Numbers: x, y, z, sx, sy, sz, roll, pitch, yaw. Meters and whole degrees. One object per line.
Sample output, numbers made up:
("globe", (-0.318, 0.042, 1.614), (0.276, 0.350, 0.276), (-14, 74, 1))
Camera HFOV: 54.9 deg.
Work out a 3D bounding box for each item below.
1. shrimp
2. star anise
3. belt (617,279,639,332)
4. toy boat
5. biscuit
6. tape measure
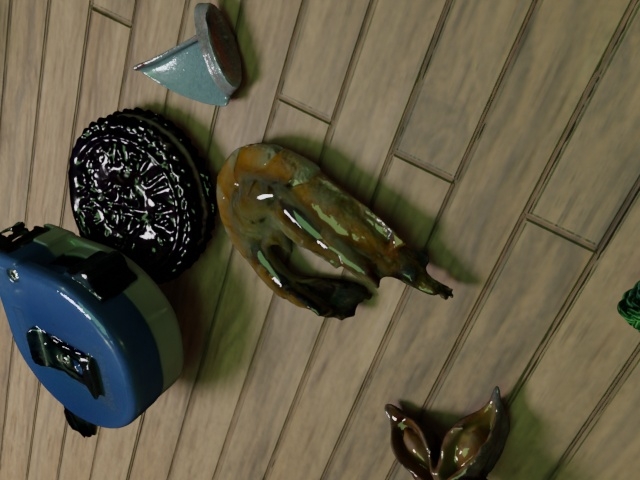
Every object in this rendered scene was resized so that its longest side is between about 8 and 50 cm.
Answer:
("shrimp", (-0.008, 0.012, 0.576), (0.254, 0.059, 0.145), (39, 123, 14))
("star anise", (0.175, 0.257, 0.575), (0.148, 0.218, 0.227), (-42, 127, 4))
("belt", (0.265, 0.019, 0.387), (0.151, 0.121, 0.079), (-36, 84, 28))
("toy boat", (-0.132, -0.170, 0.610), (0.122, 0.034, 0.096), (-11, 100, 40))
("biscuit", (-0.197, -0.045, 0.667), (0.194, 0.053, 0.195), (10, 111, 26))
("tape measure", (-0.260, 0.160, 0.718), (0.215, 0.098, 0.352), (17, 127, 25))
